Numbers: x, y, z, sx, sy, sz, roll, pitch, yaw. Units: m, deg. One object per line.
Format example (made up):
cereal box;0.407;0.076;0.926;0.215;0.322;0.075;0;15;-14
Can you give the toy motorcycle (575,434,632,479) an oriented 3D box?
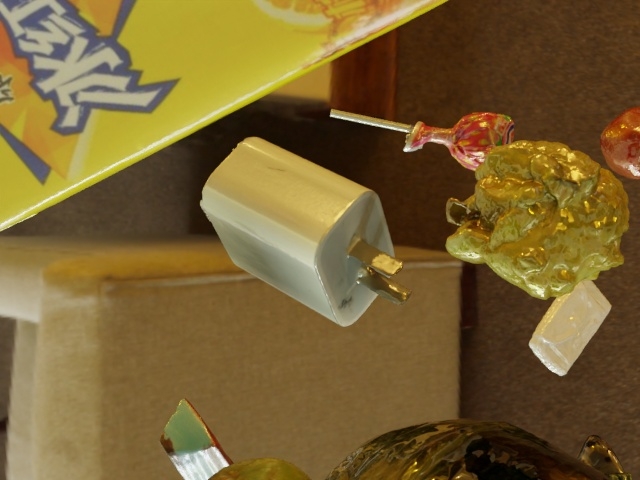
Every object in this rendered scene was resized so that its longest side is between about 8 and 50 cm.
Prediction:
toy motorcycle;0.243;0.322;0.839;0.205;0.127;0.275;101;161;-78

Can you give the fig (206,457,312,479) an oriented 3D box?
fig;-0.039;0.321;0.917;0.234;0.167;0.167;34;117;10

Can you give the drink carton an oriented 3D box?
drink carton;-0.074;-0.137;0.448;0.351;0.111;0.154;-25;108;16

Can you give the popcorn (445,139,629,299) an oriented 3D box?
popcorn;0.316;-0.029;1.346;0.266;0.192;0.233;-7;86;10

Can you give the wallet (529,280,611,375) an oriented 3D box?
wallet;0.479;0.160;1.746;0.183;0.124;0.032;-52;27;-14

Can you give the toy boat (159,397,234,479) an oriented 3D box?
toy boat;-0.116;0.342;1.226;0.136;0.079;0.392;46;164;39

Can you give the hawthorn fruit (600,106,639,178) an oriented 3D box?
hawthorn fruit;0.577;-0.173;1.653;0.138;0.133;0.132;-101;27;-70

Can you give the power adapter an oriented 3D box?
power adapter;0.000;0.000;1.115;0.255;0.187;0.124;27;66;31

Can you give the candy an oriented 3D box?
candy;0.199;-0.218;1.799;0.124;0.366;0.124;-169;90;-86

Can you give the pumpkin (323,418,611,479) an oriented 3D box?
pumpkin;0.121;0.262;0.584;0.320;0.192;0.320;39;149;29
